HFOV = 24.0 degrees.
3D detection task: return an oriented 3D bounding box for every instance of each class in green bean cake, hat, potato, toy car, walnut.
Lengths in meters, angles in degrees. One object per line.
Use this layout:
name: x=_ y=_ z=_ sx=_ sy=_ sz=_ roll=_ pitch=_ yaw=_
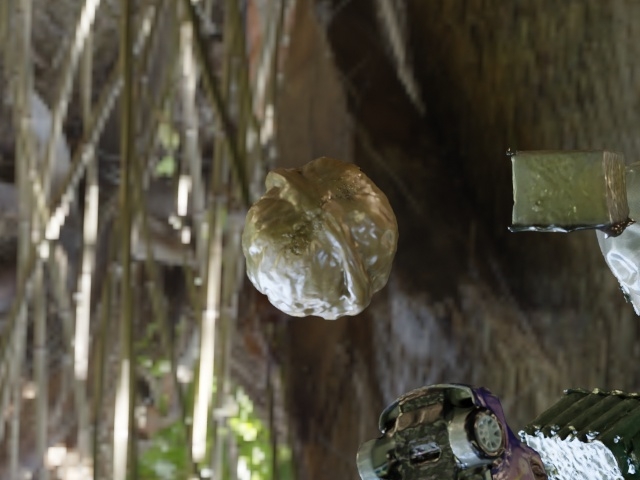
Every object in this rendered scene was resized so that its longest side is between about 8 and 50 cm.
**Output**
green bean cake: x=0.405 y=0.328 z=1.980 sx=0.132 sy=0.255 sz=0.241 roll=-33 pitch=-171 yaw=-25
hat: x=0.434 y=0.029 z=1.811 sx=0.232 sy=0.275 sz=0.161 roll=4 pitch=-138 yaw=27
potato: x=0.177 y=-0.036 z=1.066 sx=0.086 sy=0.061 sz=0.122 roll=2 pitch=-175 yaw=20
toy car: x=0.159 y=0.269 z=1.600 sx=0.172 sy=0.235 sz=0.158 roll=-21 pitch=164 yaw=41
walnut: x=0.000 y=0.000 z=1.820 sx=0.198 sy=0.198 sz=0.245 roll=2 pitch=161 yaw=3
